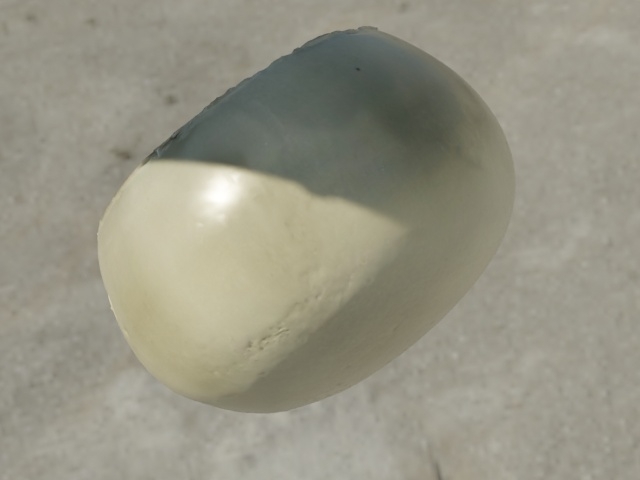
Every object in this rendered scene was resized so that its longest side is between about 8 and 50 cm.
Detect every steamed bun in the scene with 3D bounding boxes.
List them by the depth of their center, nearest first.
[{"bbox_3d":[0.000,0.000,1.204,0.324,0.206,0.324,-37,-9,-7],"label":"steamed bun"}]
